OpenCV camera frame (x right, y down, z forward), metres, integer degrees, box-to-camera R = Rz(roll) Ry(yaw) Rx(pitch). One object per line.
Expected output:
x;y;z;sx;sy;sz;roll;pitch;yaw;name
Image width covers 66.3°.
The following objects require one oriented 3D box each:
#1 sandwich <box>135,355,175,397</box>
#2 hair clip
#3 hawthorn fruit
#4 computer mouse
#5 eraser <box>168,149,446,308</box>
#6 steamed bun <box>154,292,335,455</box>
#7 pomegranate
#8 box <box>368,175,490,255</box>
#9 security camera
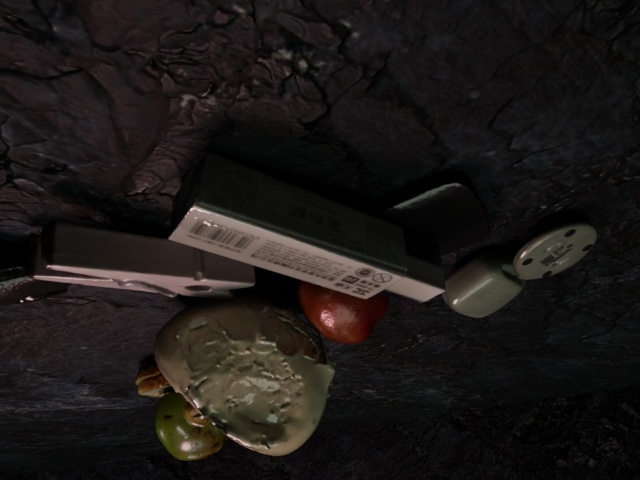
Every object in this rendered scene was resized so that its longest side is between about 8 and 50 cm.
-0.329;0.364;1.311;0.249;0.095;0.273;-20;150;28;sandwich
-0.259;0.035;0.756;0.331;0.085;0.101;10;149;-40;hair clip
0.035;0.089;0.854;0.169;0.168;0.188;-12;145;8;hawthorn fruit
-0.510;0.057;0.738;0.264;0.088;0.147;8;149;-31;computer mouse
0.000;0.000;0.699;0.404;0.096;0.098;19;143;-29;eraser
-0.135;0.223;0.940;0.334;0.233;0.312;45;167;-21;steamed bun
-0.297;0.459;1.230;0.241;0.159;0.190;-26;148;26;pomegranate
0.171;-0.022;0.805;0.201;0.042;0.212;-22;147;23;box
0.378;0.046;0.949;0.157;0.080;0.301;23;129;-39;security camera
